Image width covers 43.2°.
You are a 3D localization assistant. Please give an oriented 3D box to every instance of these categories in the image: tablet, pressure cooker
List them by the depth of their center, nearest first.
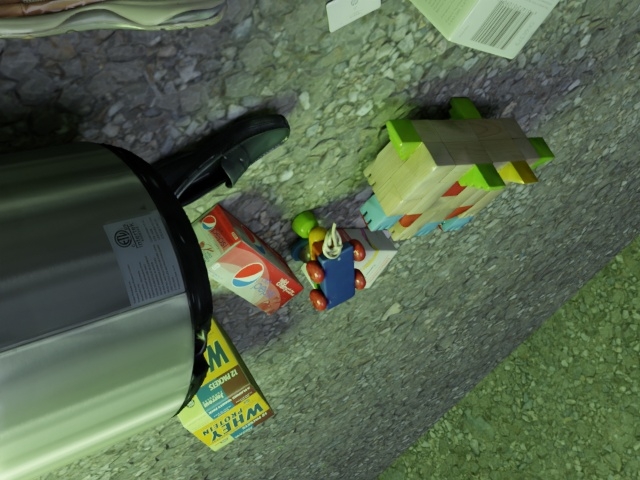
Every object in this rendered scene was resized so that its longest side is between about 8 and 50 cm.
[{"bbox_3d":[-0.378,0.087,0.882,0.421,0.370,0.375,-18,137,-41],"label":"pressure cooker"},{"bbox_3d":[0.046,-0.322,1.108,0.083,0.006,0.054,-30,151,-10],"label":"tablet"}]

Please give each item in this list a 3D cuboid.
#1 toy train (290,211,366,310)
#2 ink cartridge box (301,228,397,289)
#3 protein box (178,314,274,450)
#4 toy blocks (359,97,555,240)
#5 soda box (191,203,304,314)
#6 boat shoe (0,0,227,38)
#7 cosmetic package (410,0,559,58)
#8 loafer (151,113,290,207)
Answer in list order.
[{"bbox_3d":[0.000,0.000,1.419,0.105,0.143,0.248,-27,145,-16],"label":"toy train"},{"bbox_3d":[0.072,0.038,1.617,0.198,0.067,0.115,-1,137,-46],"label":"ink cartridge box"},{"bbox_3d":[-0.210,0.252,1.500,0.136,0.201,0.199,-32,152,-6],"label":"protein box"},{"bbox_3d":[0.206,-0.102,1.469,0.382,0.190,0.261,-8,153,-41],"label":"toy blocks"},{"bbox_3d":[-0.127,0.039,1.380,0.083,0.092,0.263,-39,151,5],"label":"soda box"},{"bbox_3d":[-0.255,-0.261,0.790,0.325,0.123,0.116,-10,110,-24],"label":"boat shoe"},{"bbox_3d":[0.199,-0.356,1.033,0.151,0.183,0.151,-1,138,-46],"label":"cosmetic package"},{"bbox_3d":[-0.137,-0.109,1.159,0.223,0.078,0.076,-28,151,-13],"label":"loafer"}]
